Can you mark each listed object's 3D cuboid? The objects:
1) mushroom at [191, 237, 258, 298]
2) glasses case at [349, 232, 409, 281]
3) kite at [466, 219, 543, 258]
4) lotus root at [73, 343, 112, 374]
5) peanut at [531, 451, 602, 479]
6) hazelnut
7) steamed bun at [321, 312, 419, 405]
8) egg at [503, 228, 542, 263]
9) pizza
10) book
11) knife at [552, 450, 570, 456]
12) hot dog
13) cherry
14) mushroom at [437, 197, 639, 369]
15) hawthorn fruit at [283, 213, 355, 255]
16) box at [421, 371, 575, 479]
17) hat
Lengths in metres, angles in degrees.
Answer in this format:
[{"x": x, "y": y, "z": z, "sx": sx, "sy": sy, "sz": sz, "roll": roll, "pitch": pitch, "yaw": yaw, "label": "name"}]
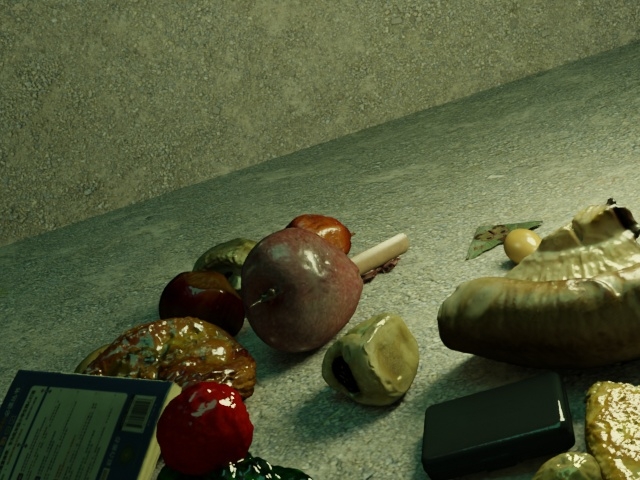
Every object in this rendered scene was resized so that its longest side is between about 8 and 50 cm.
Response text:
[{"x": -0.195, "y": 0.074, "z": 2.077, "sx": 0.267, "sy": 0.164, "sz": 0.189, "roll": -9, "pitch": 20, "yaw": 30, "label": "mushroom"}, {"x": 0.125, "y": 0.059, "z": 2.030, "sx": 0.193, "sy": 0.070, "sz": 0.102, "roll": -26, "pitch": -6, "yaw": -18, "label": "glasses case"}, {"x": 0.447, "y": 0.000, "z": 1.983, "sx": 0.229, "sy": 0.012, "sz": 0.250, "roll": -27, "pitch": 23, "yaw": -17, "label": "kite"}, {"x": -0.472, "y": 0.297, "z": 1.781, "sx": 0.118, "sy": 0.125, "sz": 0.221, "roll": 16, "pitch": 23, "yaw": 11, "label": "lotus root"}, {"x": 0.275, "y": 0.356, "z": 1.049, "sx": 0.229, "sy": 0.098, "sz": 0.103, "roll": -31, "pitch": -13, "yaw": -29, "label": "peanut"}, {"x": -0.282, "y": 0.152, "z": 1.943, "sx": 0.201, "sy": 0.161, "sz": 0.170, "roll": 10, "pitch": 32, "yaw": 34, "label": "hazelnut"}, {"x": 0.080, "y": 0.226, "z": 1.531, "sx": 0.155, "sy": 0.141, "sz": 0.172, "roll": -19, "pitch": 12, "yaw": 36, "label": "steamed bun"}, {"x": 0.456, "y": 0.017, "z": 1.837, "sx": 0.080, "sy": 0.080, "sz": 0.096, "roll": -24, "pitch": 37, "yaw": -20, "label": "egg"}, {"x": 0.508, "y": 0.283, "z": 1.114, "sx": 0.287, "sy": 0.075, "sz": 0.280, "roll": -8, "pitch": 26, "yaw": 18, "label": "pizza"}, {"x": -0.453, "y": 0.377, "z": 1.452, "sx": 0.427, "sy": 0.039, "sz": 0.300, "roll": -2, "pitch": 58, "yaw": 35, "label": "book"}, {"x": 0.334, "y": 0.296, "z": 1.281, "sx": 0.022, "sy": 0.026, "sz": 0.184, "roll": 19, "pitch": 7, "yaw": -20, "label": "knife"}, {"x": -0.312, "y": 0.288, "z": 1.590, "sx": 0.387, "sy": 0.174, "sz": 0.267, "roll": -28, "pitch": 37, "yaw": -26, "label": "hot dog"}, {"x": -0.040, "y": 0.102, "z": 1.762, "sx": 0.307, "sy": 0.261, "sz": 0.221, "roll": -11, "pitch": -3, "yaw": -40, "label": "cherry"}, {"x": 0.419, "y": 0.137, "z": 1.420, "sx": 0.397, "sy": 0.224, "sz": 0.314, "roll": -26, "pitch": 35, "yaw": -4, "label": "mushroom"}, {"x": -0.013, "y": 0.005, "z": 2.130, "sx": 0.179, "sy": 0.174, "sz": 0.173, "roll": -10, "pitch": 21, "yaw": 20, "label": "hawthorn fruit"}, {"x": 0.270, "y": 0.285, "z": 1.276, "sx": 0.230, "sy": 0.050, "sz": 0.160, "roll": -20, "pitch": 19, "yaw": 18, "label": "box"}, {"x": -0.119, "y": 0.345, "z": 1.063, "sx": 0.274, "sy": 0.332, "sz": 0.242, "roll": -9, "pitch": 20, "yaw": 27, "label": "hat"}]
